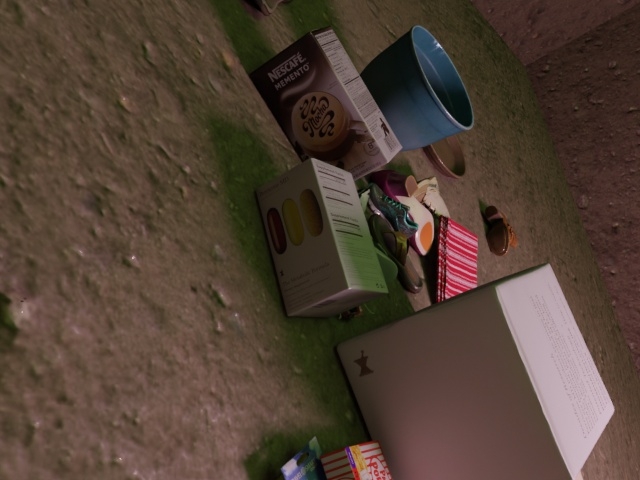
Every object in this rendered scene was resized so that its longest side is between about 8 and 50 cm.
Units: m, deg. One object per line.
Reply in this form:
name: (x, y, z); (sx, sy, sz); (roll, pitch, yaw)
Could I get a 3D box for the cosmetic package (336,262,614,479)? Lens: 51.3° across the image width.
cosmetic package: (0.303, 0.262, 1.261); (0.394, 0.329, 0.327); (-8, 74, -58)

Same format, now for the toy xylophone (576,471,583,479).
toy xylophone: (0.589, 0.592, 1.691); (0.323, 0.081, 0.236); (33, 42, -42)

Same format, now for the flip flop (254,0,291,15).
flip flop: (-0.100, -0.594, 1.538); (0.112, 0.080, 0.277); (57, 31, -11)

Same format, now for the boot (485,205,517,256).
boot: (0.607, -0.008, 2.191); (0.152, 0.073, 0.197); (38, 41, -43)

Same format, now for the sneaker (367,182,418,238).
sneaker: (0.172, -0.072, 1.563); (0.166, 0.076, 0.065); (54, 31, -15)

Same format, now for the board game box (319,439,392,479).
board game box: (0.071, 0.391, 1.028); (0.193, 0.045, 0.146); (32, 35, -67)

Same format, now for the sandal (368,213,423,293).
sandal: (0.182, 0.026, 1.519); (0.219, 0.060, 0.090); (56, 31, -12)

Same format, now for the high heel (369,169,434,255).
high heel: (0.200, -0.066, 1.639); (0.082, 0.117, 0.244); (-49, 131, -26)

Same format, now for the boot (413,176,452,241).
boot: (0.281, -0.075, 1.738); (0.213, 0.077, 0.165); (-23, 90, -60)

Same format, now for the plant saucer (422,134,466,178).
plant saucer: (0.371, -0.313, 2.089); (0.278, 0.041, 0.277); (37, 39, -38)

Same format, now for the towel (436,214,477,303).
towel: (0.356, 0.090, 1.702); (0.199, 0.031, 0.274); (26, 63, -48)

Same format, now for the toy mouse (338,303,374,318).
toy mouse: (0.058, 0.105, 1.294); (0.143, 0.031, 0.161); (49, 36, -37)

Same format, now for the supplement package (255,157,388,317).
supplement package: (0.000, 0.000, 1.183); (0.134, 0.139, 0.244); (12, 56, -54)

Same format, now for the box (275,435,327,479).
box: (-0.008, 0.391, 0.966); (0.109, 0.042, 0.178); (-22, 87, -61)

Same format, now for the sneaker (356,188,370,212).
sneaker: (0.085, -0.083, 1.485); (0.109, 0.040, 0.043); (-50, 127, -54)

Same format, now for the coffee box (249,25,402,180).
coffee box: (0.014, -0.267, 1.379); (0.297, 0.168, 0.119); (57, 31, -9)

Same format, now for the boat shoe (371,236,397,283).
boat shoe: (0.066, 0.009, 1.350); (0.219, 0.078, 0.070); (41, 14, -27)

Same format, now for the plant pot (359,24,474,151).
plant pot: (0.190, -0.330, 1.611); (0.272, 0.255, 0.271); (37, 39, -37)
